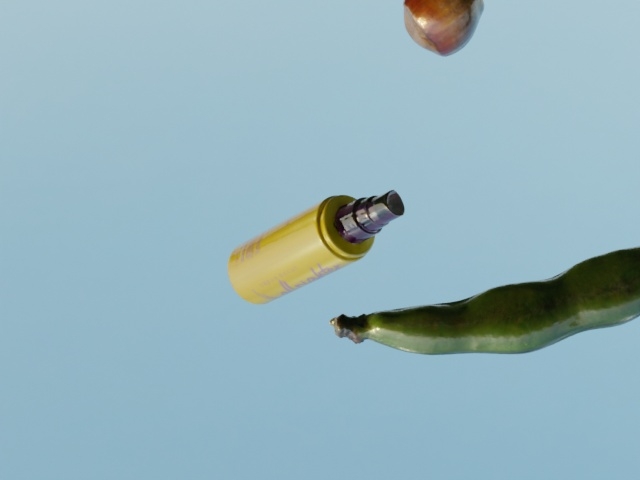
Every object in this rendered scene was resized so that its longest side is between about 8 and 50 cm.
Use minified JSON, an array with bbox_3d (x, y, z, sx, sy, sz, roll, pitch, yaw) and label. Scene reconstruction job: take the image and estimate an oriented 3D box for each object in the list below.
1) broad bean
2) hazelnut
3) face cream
[{"bbox_3d":[0.157,0.050,1.116,0.297,0.043,0.060,-13,-114,-2],"label":"broad bean"},{"bbox_3d":[0.122,-0.224,1.524,0.086,0.086,0.086,1,-153,-1],"label":"hazelnut"},{"bbox_3d":[0.000,0.000,1.721,0.078,0.078,0.273,-25,179,-41],"label":"face cream"}]
